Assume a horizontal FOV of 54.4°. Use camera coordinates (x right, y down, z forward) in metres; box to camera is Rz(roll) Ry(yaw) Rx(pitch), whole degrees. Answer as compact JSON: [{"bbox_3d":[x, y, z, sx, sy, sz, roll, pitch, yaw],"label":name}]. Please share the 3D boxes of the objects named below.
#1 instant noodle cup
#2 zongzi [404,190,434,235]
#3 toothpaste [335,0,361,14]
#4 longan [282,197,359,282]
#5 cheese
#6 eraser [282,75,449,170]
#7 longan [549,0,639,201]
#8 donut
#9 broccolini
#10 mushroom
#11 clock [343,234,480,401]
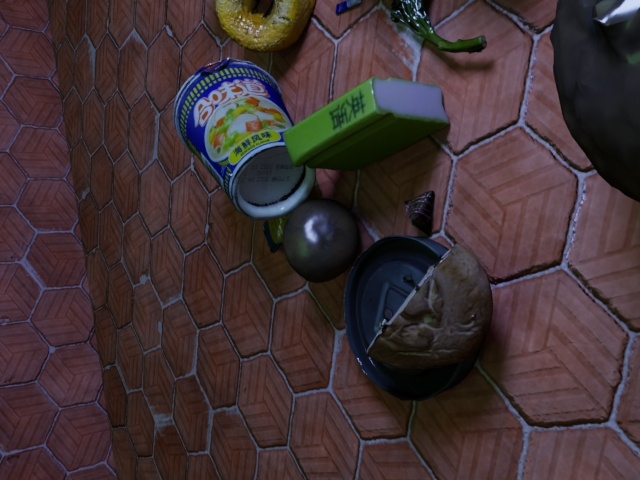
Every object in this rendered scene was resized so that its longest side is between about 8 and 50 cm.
[{"bbox_3d":[-0.159,-0.214,1.408,0.312,0.284,0.284,57,133,42],"label":"instant noodle cup"},{"bbox_3d":[0.188,-0.049,1.193,0.067,0.073,0.083,-18,79,31],"label":"zongzi"},{"bbox_3d":[0.059,-0.516,1.364,0.083,0.015,0.024,7,90,55],"label":"toothpaste"},{"bbox_3d":[0.000,0.000,1.345,0.167,0.167,0.187,-44,26,43],"label":"longan"},{"bbox_3d":[-0.073,-0.065,1.511,0.270,0.069,0.177,-42,60,46],"label":"cheese"},{"bbox_3d":[0.081,-0.218,1.208,0.274,0.210,0.092,-19,78,47],"label":"eraser"},{"bbox_3d":[0.436,-0.214,0.643,0.391,0.391,0.391,5,96,50],"label":"longan"},{"bbox_3d":[-0.136,-0.566,1.464,0.254,0.118,0.253,8,116,16],"label":"donut"},{"bbox_3d":[0.222,-0.420,1.134,0.271,0.062,0.123,49,143,43],"label":"broccolini"},{"bbox_3d":[0.199,0.146,1.069,0.151,0.156,0.285,39,125,7],"label":"mushroom"},{"bbox_3d":[0.174,0.150,1.227,0.325,0.067,0.325,5,96,50],"label":"clock"}]
